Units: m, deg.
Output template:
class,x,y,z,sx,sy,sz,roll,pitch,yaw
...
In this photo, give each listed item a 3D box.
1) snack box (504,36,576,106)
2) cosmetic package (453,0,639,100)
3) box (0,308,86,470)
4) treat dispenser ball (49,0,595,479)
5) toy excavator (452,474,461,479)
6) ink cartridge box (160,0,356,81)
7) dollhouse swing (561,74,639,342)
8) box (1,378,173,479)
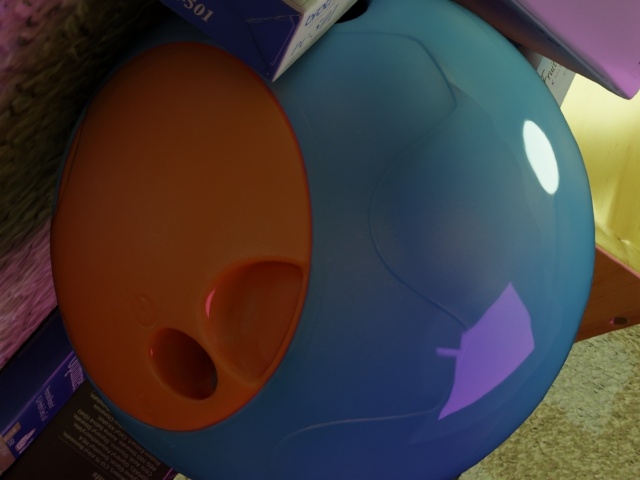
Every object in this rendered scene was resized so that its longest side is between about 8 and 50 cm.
class,x,y,z,sx,sy,sz,roll,pitch,yaw
snack box,0.125,-0.118,0.798,0.100,0.037,0.141,5,-117,54
cosmetic package,0.151,-0.238,0.707,0.224,0.138,0.224,-53,-149,6
box,-0.197,0.080,0.955,0.225,0.036,0.136,-53,177,-20
treat dispenser ball,0.000,0.000,0.640,0.288,0.288,0.288,-52,176,-5
toy excavator,0.046,0.147,1.372,0.445,0.222,0.433,-61,-177,-35
ink cartridge box,0.000,-0.167,0.551,0.207,0.097,0.046,-50,175,-39
dollhouse swing,0.148,-0.114,1.046,0.315,0.347,0.304,-24,-131,42
box,-0.167,0.159,1.285,0.381,0.143,0.191,-54,177,-11
